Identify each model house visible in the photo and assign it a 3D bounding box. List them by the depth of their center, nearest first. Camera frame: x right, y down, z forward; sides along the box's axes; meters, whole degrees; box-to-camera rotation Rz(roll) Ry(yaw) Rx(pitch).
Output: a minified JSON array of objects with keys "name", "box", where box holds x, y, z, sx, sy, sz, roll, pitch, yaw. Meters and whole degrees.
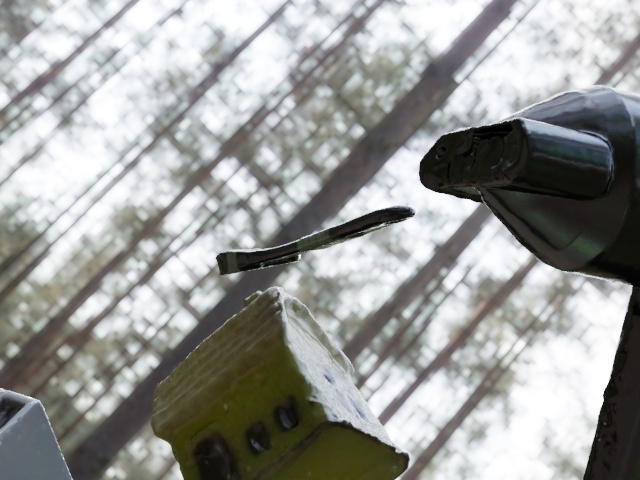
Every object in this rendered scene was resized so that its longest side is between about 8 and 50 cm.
[{"name":"model house","box":[-0.054,0.181,1.688,0.174,0.193,0.234,34,20,-46]}]

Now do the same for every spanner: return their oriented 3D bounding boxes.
[{"name":"spanner","box":[0.000,0.000,1.581,0.316,0.087,0.024,-19,-104,57]}]

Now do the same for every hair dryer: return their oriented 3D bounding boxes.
[{"name":"hair dryer","box":[0.166,0.063,0.989,0.244,0.303,0.116,9,7,-25]}]

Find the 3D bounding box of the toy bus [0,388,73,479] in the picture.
[{"name":"toy bus","box":[-0.229,0.235,1.155,0.139,0.113,0.302,5,-56,34]}]
